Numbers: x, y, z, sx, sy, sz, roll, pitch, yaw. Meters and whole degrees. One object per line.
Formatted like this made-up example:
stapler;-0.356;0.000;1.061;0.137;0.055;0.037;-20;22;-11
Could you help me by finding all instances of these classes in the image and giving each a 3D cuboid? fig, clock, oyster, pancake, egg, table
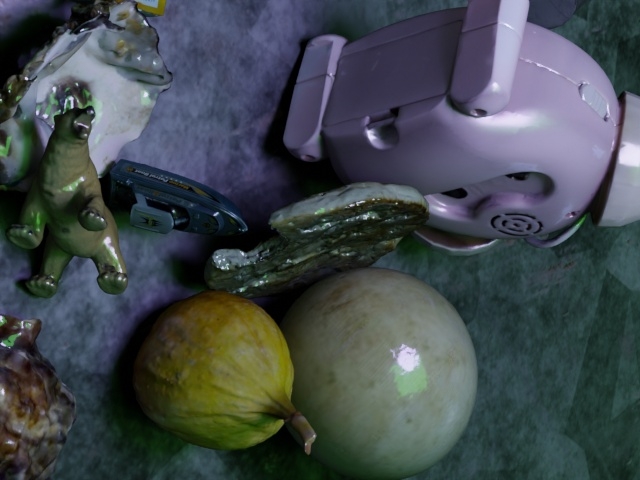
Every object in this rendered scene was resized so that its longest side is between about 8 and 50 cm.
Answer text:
fig;-0.077;0.148;1.655;0.159;0.257;0.159;-13;115;-30
clock;0.173;-0.108;1.808;0.326;0.342;0.184;31;64;-41
oyster;-0.316;0.160;1.519;0.271;0.100;0.275;-32;115;-55
oyster;-0.234;-0.129;1.561;0.214;0.083;0.223;-46;153;-8
pancake;0.000;0.000;1.737;0.254;0.253;0.037;-4;68;-45
egg;0.063;0.152;1.818;0.218;0.218;0.295;-60;153;-20
table;0.254;-0.316;1.994;0.043;0.133;0.133;-44;125;-34

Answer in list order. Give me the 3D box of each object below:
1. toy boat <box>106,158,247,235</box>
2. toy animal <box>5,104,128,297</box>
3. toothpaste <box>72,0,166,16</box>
toy boat;-0.137;-0.034;1.641;0.055;0.141;0.060;106;2;-54
toy animal;-0.222;-0.031;1.536;0.218;0.103;0.101;83;15;-62
toothpaste;-0.172;-0.371;1.593;0.089;0.071;0.312;8;91;-44
